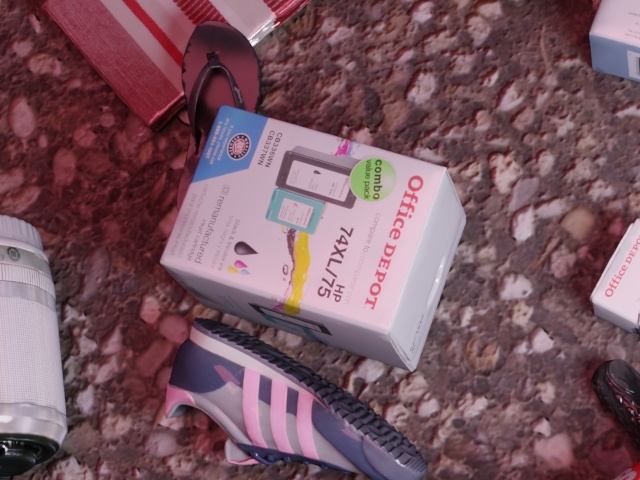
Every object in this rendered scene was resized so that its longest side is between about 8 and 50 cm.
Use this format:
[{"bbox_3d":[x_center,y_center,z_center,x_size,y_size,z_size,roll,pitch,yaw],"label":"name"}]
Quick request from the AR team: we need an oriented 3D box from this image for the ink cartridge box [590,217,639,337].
[{"bbox_3d":[0.388,0.061,1.769,0.150,0.063,0.109,28,81,19],"label":"ink cartridge box"}]

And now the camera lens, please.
[{"bbox_3d":[-0.407,0.129,1.833,0.219,0.219,0.274,-11,71,8],"label":"camera lens"}]

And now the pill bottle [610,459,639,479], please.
[{"bbox_3d":[0.317,0.358,1.602,0.408,0.229,0.229,-34,69,0],"label":"pill bottle"}]

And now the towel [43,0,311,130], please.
[{"bbox_3d":[-0.157,-0.320,2.012,0.329,0.037,0.237,-40,71,-1],"label":"towel"}]

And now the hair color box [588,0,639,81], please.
[{"bbox_3d":[0.459,-0.358,1.860,0.185,0.113,0.374,18,78,16],"label":"hair color box"}]

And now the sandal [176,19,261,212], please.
[{"bbox_3d":[-0.121,-0.141,1.921,0.097,0.054,0.254,2,84,0],"label":"sandal"}]

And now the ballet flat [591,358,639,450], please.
[{"bbox_3d":[0.357,0.205,1.749,0.057,0.049,0.173,-24,72,-26],"label":"ballet flat"}]

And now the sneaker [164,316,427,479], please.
[{"bbox_3d":[-0.034,0.213,1.803,0.319,0.112,0.131,30,98,22],"label":"sneaker"}]

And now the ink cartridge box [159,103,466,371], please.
[{"bbox_3d":[0.000,0.000,1.799,0.270,0.197,0.198,16,77,16],"label":"ink cartridge box"}]
